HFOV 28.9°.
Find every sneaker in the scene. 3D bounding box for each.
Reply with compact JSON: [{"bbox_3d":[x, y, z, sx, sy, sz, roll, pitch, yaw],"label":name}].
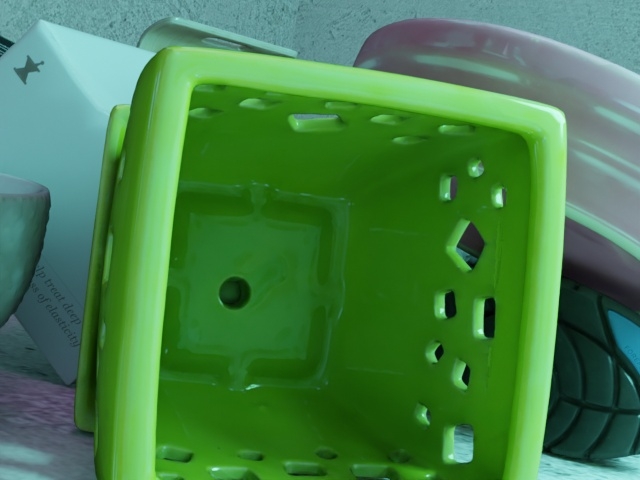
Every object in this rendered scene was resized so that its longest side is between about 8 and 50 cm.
[{"bbox_3d":[0.140,0.077,0.963,0.341,0.125,0.140,14,5,39],"label":"sneaker"}]

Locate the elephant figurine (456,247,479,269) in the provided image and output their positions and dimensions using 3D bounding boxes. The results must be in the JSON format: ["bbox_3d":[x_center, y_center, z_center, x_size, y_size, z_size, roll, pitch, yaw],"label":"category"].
[{"bbox_3d":[0.222,0.052,1.504,0.240,0.186,0.169,23,-41,-20],"label":"elephant figurine"}]

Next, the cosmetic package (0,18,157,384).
[{"bbox_3d":[-0.130,-0.031,1.015,0.217,0.156,0.385,52,15,10],"label":"cosmetic package"}]

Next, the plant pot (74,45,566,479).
[{"bbox_3d":[-0.019,0.028,0.694,0.228,0.227,0.207,7,-2,-22],"label":"plant pot"}]

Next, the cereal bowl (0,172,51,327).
[{"bbox_3d":[-0.332,0.012,0.703,0.339,0.141,0.339,9,5,-1],"label":"cereal bowl"}]

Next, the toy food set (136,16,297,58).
[{"bbox_3d":[-0.142,-0.110,1.565,0.092,0.306,0.220,16,6,42],"label":"toy food set"}]

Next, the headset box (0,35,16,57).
[{"bbox_3d":[-0.544,-0.158,1.661,0.131,0.283,0.246,26,-6,-40],"label":"headset box"}]

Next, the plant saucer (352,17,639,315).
[{"bbox_3d":[0.162,-0.033,0.867,0.332,0.084,0.332,27,-10,5],"label":"plant saucer"}]
